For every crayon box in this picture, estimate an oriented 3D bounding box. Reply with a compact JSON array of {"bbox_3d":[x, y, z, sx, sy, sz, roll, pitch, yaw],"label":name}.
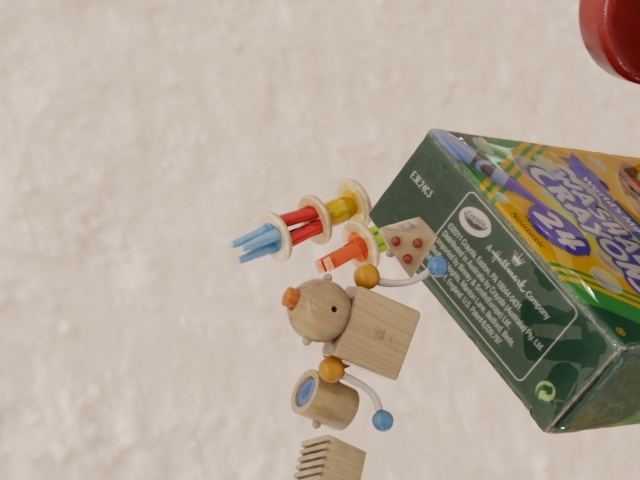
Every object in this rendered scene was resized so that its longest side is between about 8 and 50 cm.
[{"bbox_3d":[0.210,0.027,1.076,0.323,0.083,0.203,3,40,-49],"label":"crayon box"}]

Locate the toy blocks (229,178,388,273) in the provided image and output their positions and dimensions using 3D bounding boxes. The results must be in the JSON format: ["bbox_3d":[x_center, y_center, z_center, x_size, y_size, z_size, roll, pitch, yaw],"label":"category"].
[{"bbox_3d":[0.000,0.000,1.468,0.148,0.123,0.054,-23,126,-31],"label":"toy blocks"}]

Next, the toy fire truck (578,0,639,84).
[{"bbox_3d":[0.338,-0.130,1.004,0.302,0.254,0.169,59,-10,-24],"label":"toy fire truck"}]

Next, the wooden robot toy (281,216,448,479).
[{"bbox_3d":[0.005,0.053,0.861,0.079,0.076,0.173,26,79,-27],"label":"wooden robot toy"}]
